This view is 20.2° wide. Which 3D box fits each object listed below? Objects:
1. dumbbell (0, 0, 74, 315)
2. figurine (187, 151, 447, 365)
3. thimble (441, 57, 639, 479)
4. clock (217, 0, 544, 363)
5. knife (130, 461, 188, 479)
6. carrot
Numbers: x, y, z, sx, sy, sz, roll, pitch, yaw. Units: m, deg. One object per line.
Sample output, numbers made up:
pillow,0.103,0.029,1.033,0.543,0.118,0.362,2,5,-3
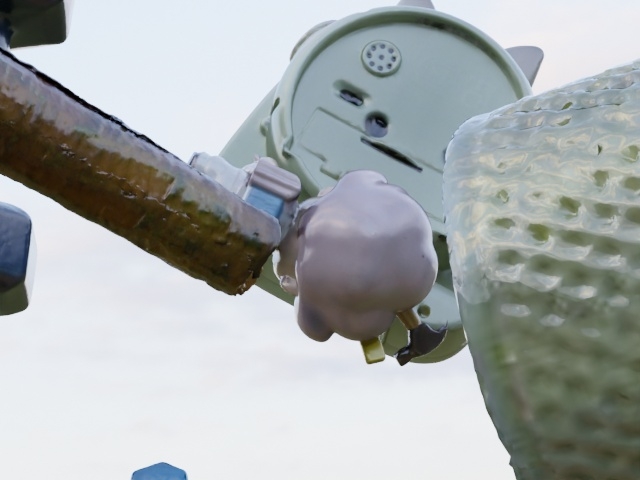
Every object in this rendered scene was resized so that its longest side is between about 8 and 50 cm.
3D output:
dumbbell,-0.282,-0.102,1.424,0.160,0.324,0.144,18,-23,-30
figurine,0.000,0.000,1.322,0.229,0.137,0.112,25,-27,1
thimble,0.182,0.033,0.957,0.150,0.270,0.271,-18,-18,21
clock,0.065,-0.079,1.531,0.265,0.324,0.108,27,-23,7
knife,-0.102,0.221,0.836,0.044,0.296,0.026,-5,-45,12
carrot,-0.142,-0.047,1.060,0.260,0.070,0.070,30,-22,-10
